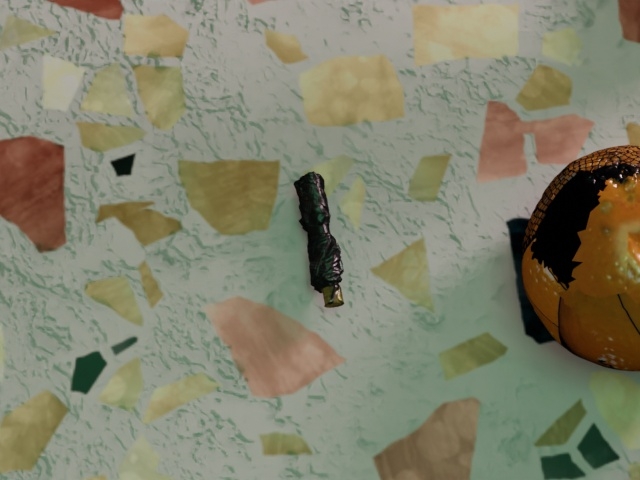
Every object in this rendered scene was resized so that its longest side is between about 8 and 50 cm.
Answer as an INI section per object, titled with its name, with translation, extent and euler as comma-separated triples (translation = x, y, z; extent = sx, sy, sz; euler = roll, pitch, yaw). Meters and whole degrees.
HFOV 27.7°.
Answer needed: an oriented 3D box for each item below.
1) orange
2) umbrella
[orange]
translation = 0.317, 0.019, 1.300
extent = 0.234, 0.182, 0.235
euler = 0, 87, -3
[umbrella]
translation = 0.000, 0.000, 1.337
extent = 0.037, 0.040, 0.144
euler = -10, 73, -1
